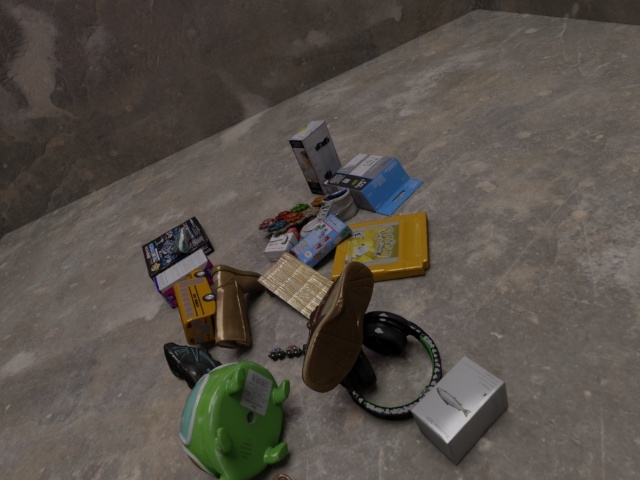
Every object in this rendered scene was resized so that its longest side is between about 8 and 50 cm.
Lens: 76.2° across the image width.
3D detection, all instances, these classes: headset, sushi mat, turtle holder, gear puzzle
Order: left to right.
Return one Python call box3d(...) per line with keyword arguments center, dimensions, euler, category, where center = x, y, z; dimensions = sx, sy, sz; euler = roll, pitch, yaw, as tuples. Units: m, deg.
box3d(center=(-0.219, 0.466, 0.992), dimensions=(0.227, 0.243, 0.321), euler=(-19, 74, 34), category="turtle holder")
box3d(center=(-0.096, -0.124, 1.737), dimensions=(0.338, 0.044, 0.175), euler=(-29, 24, -26), category="gear puzzle")
box3d(center=(-0.062, 0.154, 1.368), dimensions=(0.316, 0.019, 0.151), euler=(30, 68, 34), category="sushi mat")
box3d(center=(0.130, 0.295, 1.081), dimensions=(0.243, 0.185, 0.394), euler=(-43, 54, -17), category="headset")

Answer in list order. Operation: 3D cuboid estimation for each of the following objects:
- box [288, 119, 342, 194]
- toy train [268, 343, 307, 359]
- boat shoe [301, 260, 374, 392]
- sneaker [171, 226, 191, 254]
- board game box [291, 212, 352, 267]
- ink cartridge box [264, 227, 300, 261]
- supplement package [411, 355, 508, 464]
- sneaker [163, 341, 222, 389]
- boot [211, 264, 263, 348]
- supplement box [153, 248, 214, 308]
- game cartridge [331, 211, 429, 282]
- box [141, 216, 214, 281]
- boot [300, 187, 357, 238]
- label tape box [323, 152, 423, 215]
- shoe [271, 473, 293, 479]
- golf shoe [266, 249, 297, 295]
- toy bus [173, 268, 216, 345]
box3d(center=(-0.011, -0.371, 1.836), dimensions=(0.087, 0.290, 0.169), euler=(15, 52, 42), category="box")
box3d(center=(-0.083, 0.329, 1.219), dimensions=(0.158, 0.027, 0.036), euler=(-13, 34, 16), category="toy train")
box3d(center=(0.031, 0.212, 1.017), dimensions=(0.123, 0.123, 0.342), euler=(-34, 29, 53), category="boat shoe")
box3d(center=(-0.624, 0.003, 1.809), dimensions=(0.076, 0.065, 0.167), euler=(-23, 35, 8), category="sneaker")
box3d(center=(0.000, 0.000, 1.525), dimensions=(0.211, 0.039, 0.160), euler=(-41, 29, -3), category="board game box")
box3d(center=(-0.152, 0.016, 1.630), dimensions=(0.099, 0.056, 0.135), euler=(-5, 40, 24), category="ink cartridge box")
box3d(center=(0.302, 0.362, 0.881), dimensions=(0.179, 0.105, 0.105), euler=(-38, 38, -17), category="supplement package")
box3d(center=(-0.413, 0.389, 1.306), dimensions=(0.106, 0.101, 0.267), euler=(-24, 28, -38), category="sneaker")
box3d(center=(-0.267, 0.231, 1.374), dimensions=(0.089, 0.236, 0.270), euler=(-38, 52, 30), category="boot")
box3d(center=(-0.535, 0.152, 1.640), dimensions=(0.220, 0.111, 0.114), euler=(-34, 37, -12), category="supplement box")
box3d(center=(0.209, 0.023, 1.412), dimensions=(0.323, 0.053, 0.286), euler=(-11, 38, 21), category="game cartridge")
box3d(center=(-0.667, 0.037, 1.897), dimensions=(0.293, 0.073, 0.295), euler=(-34, 37, -11), category="box")
box3d(center=(0.018, -0.113, 1.635), dimensions=(0.258, 0.124, 0.095), euler=(-30, 36, -7), category="boot")
box3d(center=(0.216, -0.245, 1.701), dimensions=(0.333, 0.106, 0.240), euler=(20, 56, 45), category="label tape box")
box3d(center=(-0.036, 0.590, 0.846), dimensions=(0.076, 0.059, 0.219), euler=(-18, 35, -26), category="shoe")
box3d(center=(-0.146, 0.125, 1.497), dimensions=(0.186, 0.067, 0.086), euler=(-61, 10, -28), category="golf shoe")
box3d(center=(-0.438, 0.224, 1.450), dimensions=(0.130, 0.108, 0.332), euler=(-14, 28, -21), category="toy bus")
